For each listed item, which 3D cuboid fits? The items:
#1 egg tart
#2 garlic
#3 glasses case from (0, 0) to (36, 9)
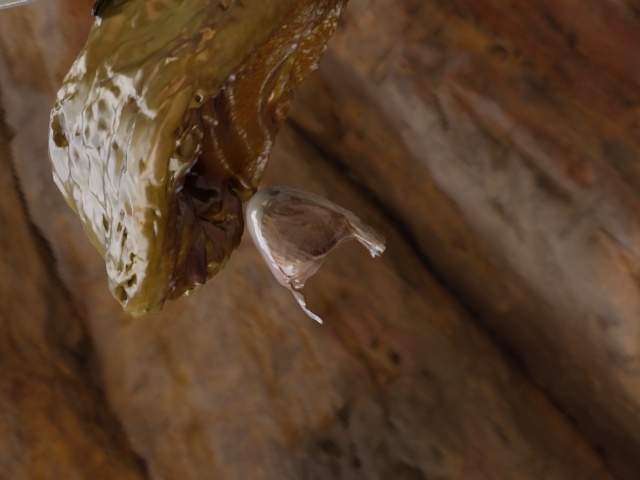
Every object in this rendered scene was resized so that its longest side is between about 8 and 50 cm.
[{"bbox_3d":[-0.094,-0.113,1.051,0.153,0.339,0.351,28,-153,3],"label":"egg tart"},{"bbox_3d":[-0.013,0.000,1.308,0.124,0.099,0.174,41,-177,2],"label":"garlic"},{"bbox_3d":[-0.306,-0.240,1.382,0.032,0.083,0.021,-86,-15,-80],"label":"glasses case"}]
